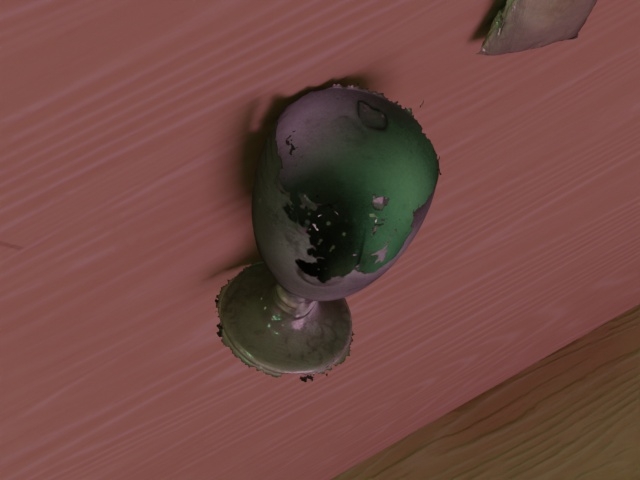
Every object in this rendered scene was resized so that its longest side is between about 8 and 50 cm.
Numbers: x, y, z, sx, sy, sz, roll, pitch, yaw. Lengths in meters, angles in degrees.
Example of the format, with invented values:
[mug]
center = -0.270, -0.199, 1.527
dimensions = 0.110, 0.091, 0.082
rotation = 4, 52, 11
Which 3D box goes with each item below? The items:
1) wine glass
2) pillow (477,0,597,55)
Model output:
[wine glass]
center = -0.001, -0.003, 1.183
dimensions = 0.190, 0.190, 0.357
rotation = -17, 153, -28
[pillow]
center = 0.259, -0.286, 1.127
dimensions = 0.148, 0.050, 0.229
rotation = -14, 151, -24
